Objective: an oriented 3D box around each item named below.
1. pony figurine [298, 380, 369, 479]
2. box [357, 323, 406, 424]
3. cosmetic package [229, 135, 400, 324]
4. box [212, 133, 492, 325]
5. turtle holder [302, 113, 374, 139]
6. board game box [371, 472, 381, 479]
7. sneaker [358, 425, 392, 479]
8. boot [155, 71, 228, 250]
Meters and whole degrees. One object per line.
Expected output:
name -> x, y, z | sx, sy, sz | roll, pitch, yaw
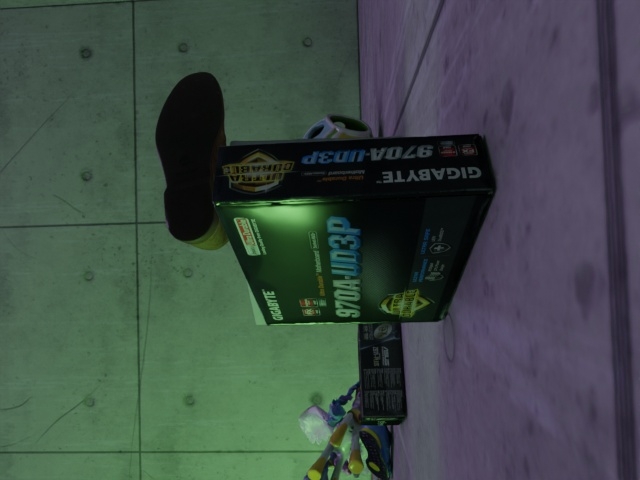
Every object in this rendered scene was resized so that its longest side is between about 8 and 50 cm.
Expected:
pony figurine -> 0.072, 0.627, 1.543 | 0.350, 0.303, 0.363 | -63, -7, 28
box -> 0.112, 0.249, 0.936 | 0.147, 0.078, 0.180 | 81, -172, -63
cosmetic package -> 0.000, 0.000, 0.900 | 0.097, 0.285, 0.377 | -90, -4, -50
box -> 0.025, 0.007, 0.403 | 0.220, 0.175, 0.051 | 84, -175, -60
turtle holder -> 0.042, -0.190, 1.283 | 0.320, 0.244, 0.227 | -66, -7, -61
board game box -> 0.167, 0.740, 1.360 | 0.147, 0.045, 0.193 | -78, -14, -77
sneaker -> 0.151, 0.508, 1.219 | 0.082, 0.069, 0.209 | -43, -49, -40
boot -> -0.197, -0.130, 0.824 | 0.115, 0.113, 0.305 | 47, -142, -70
